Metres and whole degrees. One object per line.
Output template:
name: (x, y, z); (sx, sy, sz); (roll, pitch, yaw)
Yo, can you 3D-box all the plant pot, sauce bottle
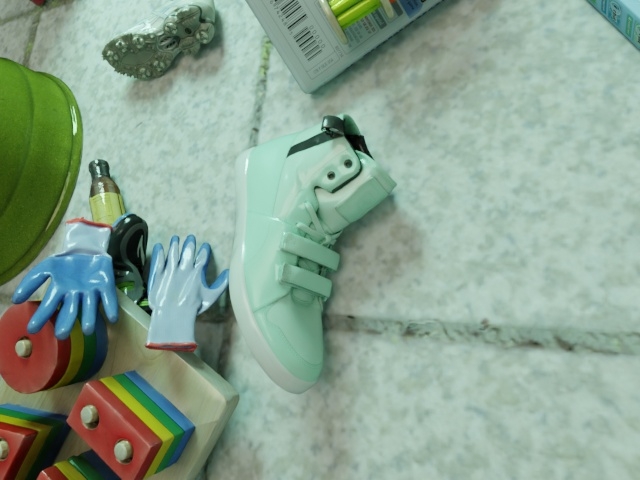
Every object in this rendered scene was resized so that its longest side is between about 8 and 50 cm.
plant pot: (-0.587, -0.140, 0.679); (0.366, 0.353, 0.367); (-8, 73, 26)
sauce bottle: (-0.274, -0.047, 0.669); (0.042, 0.042, 0.128); (-31, 61, 17)

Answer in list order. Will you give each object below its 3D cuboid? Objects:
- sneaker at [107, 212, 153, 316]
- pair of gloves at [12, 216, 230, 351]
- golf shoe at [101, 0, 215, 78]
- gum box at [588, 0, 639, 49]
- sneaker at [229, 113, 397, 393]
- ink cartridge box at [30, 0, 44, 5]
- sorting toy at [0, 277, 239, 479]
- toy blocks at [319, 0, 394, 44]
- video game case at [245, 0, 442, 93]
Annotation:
sneaker: (-0.215, 0.063, 0.597); (0.078, 0.067, 0.188); (-1, 81, 21)
pair of gloves: (-0.188, 0.040, 0.524); (0.159, 0.198, 0.023); (-98, 22, -46)
golf shoe: (-0.211, -0.277, 0.698); (0.176, 0.069, 0.086); (-12, 51, 22)
gum box: (0.311, -0.222, 0.407); (0.156, 0.041, 0.185); (-34, 62, 14)
sneaker: (0.000, -0.001, 0.475); (0.151, 0.094, 0.256); (-21, 65, 28)
ink cartridge box: (-0.555, -0.601, 0.772); (0.160, 0.384, 0.280); (-28, 65, 18)
sorting toy: (-0.251, 0.189, 0.518); (0.255, 0.089, 0.257); (33, 101, 21)
toy blocks: (0.056, -0.274, 0.479); (0.148, 0.054, 0.123); (-27, 98, 16)
video game case: (0.018, -0.369, 0.509); (0.299, 0.036, 0.329); (-31, 97, 17)
